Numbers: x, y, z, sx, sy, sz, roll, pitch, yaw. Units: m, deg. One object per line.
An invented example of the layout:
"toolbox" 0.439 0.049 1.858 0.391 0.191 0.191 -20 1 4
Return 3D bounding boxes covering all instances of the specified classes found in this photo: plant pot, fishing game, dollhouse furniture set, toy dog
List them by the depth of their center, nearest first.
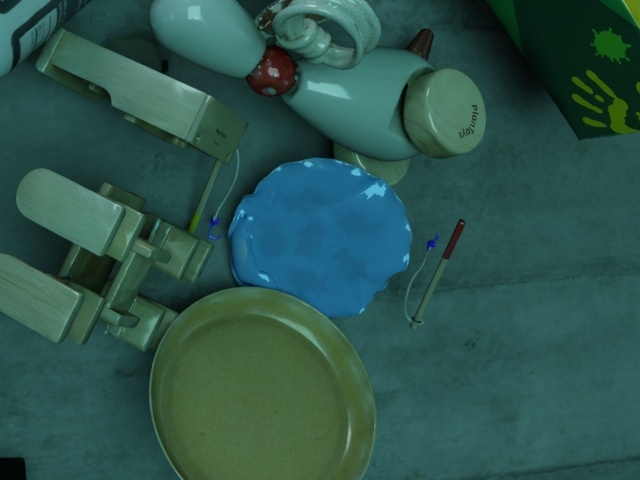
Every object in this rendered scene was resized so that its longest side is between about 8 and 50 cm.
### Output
"dollhouse furniture set" -0.198 -0.038 0.939 0.161 0.212 0.242 26 89 16
"toy dog" 0.015 -0.179 0.984 0.334 0.220 0.161 40 54 -50
"plant pot" -0.056 0.159 1.020 0.236 0.032 0.236 13 59 -23
"fishing game" 0.000 0.000 1.066 0.264 0.041 0.189 16 117 -9

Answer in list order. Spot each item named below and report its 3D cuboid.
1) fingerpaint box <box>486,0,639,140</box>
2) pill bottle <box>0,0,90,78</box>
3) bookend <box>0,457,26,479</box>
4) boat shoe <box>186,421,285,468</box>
"fingerpaint box" 0.321 -0.380 1.017 0.445 0.163 0.371 -47 111 -23
"pill bottle" -0.273 -0.224 0.851 0.162 0.162 0.278 50 59 -19
"bookend" -0.362 0.290 0.996 0.156 0.072 0.157 3 98 -18
"boat shoe" -0.056 0.237 1.087 0.258 0.109 0.089 44 77 -36
